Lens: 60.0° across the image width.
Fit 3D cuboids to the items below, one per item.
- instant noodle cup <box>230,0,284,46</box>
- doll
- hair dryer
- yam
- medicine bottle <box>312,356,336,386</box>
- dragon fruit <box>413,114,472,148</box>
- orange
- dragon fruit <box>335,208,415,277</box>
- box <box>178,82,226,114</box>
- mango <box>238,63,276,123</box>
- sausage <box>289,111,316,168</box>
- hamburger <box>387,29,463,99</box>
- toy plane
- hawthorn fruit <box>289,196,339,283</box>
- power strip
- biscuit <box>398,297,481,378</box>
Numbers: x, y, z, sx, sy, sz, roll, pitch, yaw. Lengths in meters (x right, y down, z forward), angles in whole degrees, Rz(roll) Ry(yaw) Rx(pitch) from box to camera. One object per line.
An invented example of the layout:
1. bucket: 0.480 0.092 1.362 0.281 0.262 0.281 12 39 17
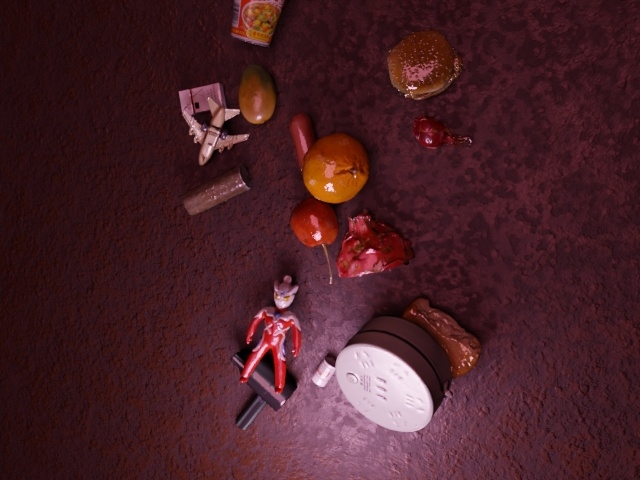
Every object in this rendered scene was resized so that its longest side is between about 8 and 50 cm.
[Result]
1. instant noodle cup: -0.196 -0.732 1.740 0.193 0.193 0.212 21 110 12
2. doll: -0.151 0.305 1.860 0.188 0.099 0.384 13 85 6
3. hair dryer: -0.256 0.543 1.976 0.244 0.116 0.303 40 113 10
4. yam: -0.360 -0.170 1.902 0.259 0.093 0.093 -23 91 18
5. medicine bottle: 0.016 0.450 1.900 0.057 0.057 0.089 35 106 9
6. dragon fruit: 0.365 -0.315 1.679 0.190 0.094 0.094 22 103 0
7. orange: 0.050 -0.221 1.714 0.219 0.193 0.219 -12 128 -15
8. dragon fruit: 0.143 0.007 1.762 0.261 0.134 0.212 -18 90 17
9. box: -0.403 -0.482 1.896 0.154 0.040 0.084 -8 98 15
10. mango: -0.209 -0.482 1.819 0.130 0.092 0.195 -14 85 19
11. sausage: -0.050 -0.318 1.802 0.077 0.077 0.194 -14 94 17
12. hamburger: 0.310 -0.525 1.643 0.215 0.122 0.190 -12 92 15
13. toy plane: -0.365 -0.354 1.866 0.228 0.092 0.244 20 115 -16
14. hawthorn fruit: 0.000 0.000 1.781 0.165 0.165 0.286 -20 85 18
15. power strip: 0.231 0.416 1.707 0.357 0.161 0.358 19 127 27
16. biscuit: 0.357 0.323 1.763 0.274 0.091 0.213 41 118 6
